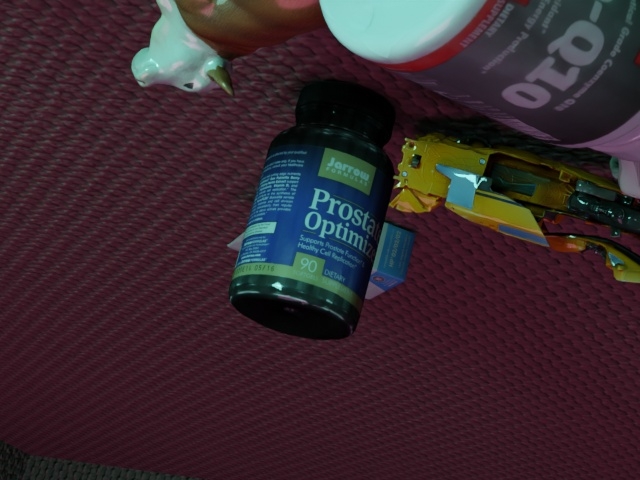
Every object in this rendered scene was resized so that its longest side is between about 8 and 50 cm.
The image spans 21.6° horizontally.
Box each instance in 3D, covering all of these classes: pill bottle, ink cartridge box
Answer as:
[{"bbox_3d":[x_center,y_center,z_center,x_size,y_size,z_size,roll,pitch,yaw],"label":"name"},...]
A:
[{"bbox_3d":[-0.001,-0.029,1.538,0.123,0.219,0.123,13,161,5],"label":"pill bottle"},{"bbox_3d":[0.149,-0.156,1.137,0.283,0.161,0.161,19,163,-42],"label":"pill bottle"},{"bbox_3d":[0.000,0.000,1.855,0.181,0.061,0.104,20,160,-16],"label":"ink cartridge box"}]

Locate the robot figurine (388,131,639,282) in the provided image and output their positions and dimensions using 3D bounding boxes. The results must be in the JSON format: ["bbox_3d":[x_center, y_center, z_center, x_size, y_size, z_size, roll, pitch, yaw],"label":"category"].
[{"bbox_3d":[0.212,-0.030,1.510,0.291,0.085,0.211,17,-173,6],"label":"robot figurine"}]

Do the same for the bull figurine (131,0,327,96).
[{"bbox_3d":[-0.049,-0.205,1.252,0.310,0.101,0.188,-15,144,36],"label":"bull figurine"}]

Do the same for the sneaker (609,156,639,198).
[{"bbox_3d":[0.324,-0.062,1.379,0.146,0.122,0.330,-4,144,47],"label":"sneaker"}]
